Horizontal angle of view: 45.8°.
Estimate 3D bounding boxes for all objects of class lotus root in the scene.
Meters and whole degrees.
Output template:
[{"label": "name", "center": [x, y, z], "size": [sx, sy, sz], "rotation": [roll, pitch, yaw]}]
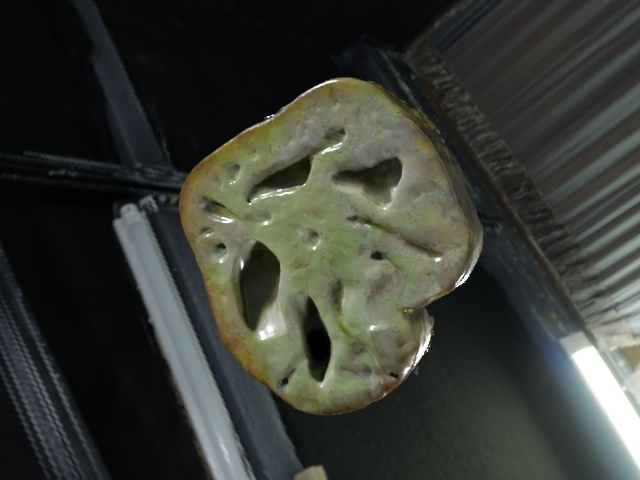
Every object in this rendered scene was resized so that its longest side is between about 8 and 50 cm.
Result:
[{"label": "lotus root", "center": [0.000, 0.000, 0.901], "size": [0.374, 0.391, 0.111], "rotation": [22, -162, 24]}]
